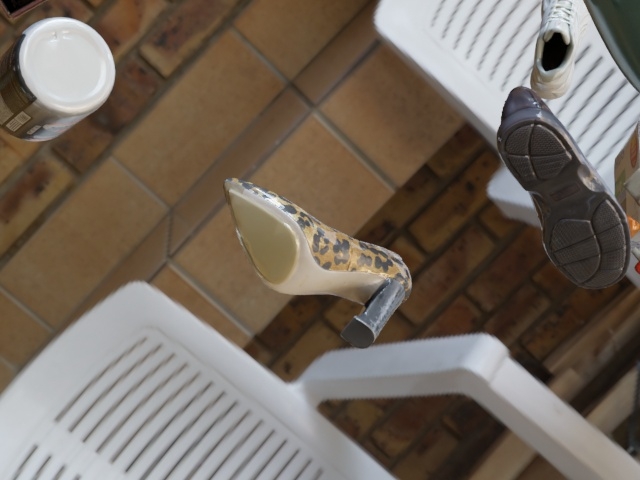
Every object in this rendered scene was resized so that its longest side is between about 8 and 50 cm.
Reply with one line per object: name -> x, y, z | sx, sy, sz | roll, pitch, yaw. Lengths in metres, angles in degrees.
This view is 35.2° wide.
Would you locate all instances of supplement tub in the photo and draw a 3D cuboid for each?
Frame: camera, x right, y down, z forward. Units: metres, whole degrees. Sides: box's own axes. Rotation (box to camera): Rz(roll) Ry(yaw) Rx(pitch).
supplement tub -> -0.328, -0.184, 1.196 | 0.117, 0.117, 0.190 | -54, 20, -24

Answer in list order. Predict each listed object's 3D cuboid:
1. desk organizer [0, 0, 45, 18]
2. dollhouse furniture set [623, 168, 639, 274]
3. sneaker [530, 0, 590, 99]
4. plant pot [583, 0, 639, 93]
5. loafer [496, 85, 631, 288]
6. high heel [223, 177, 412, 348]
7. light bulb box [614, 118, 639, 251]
desk organizer -> -0.242, -0.230, 0.735 | 0.047, 0.130, 0.050 | -30, 19, -3
dollhouse furniture set -> 0.647, -0.021, 1.699 | 0.259, 0.262, 0.135 | -50, 16, 19
sneaker -> 0.418, -0.366, 1.739 | 0.115, 0.090, 0.232 | 35, -117, -75
plant pot -> 0.512, -0.305, 1.339 | 0.293, 0.235, 0.293 | -23, 25, 11
loafer -> 0.308, -0.066, 1.255 | 0.109, 0.302, 0.095 | -21, 37, 23
high heel -> 0.000, 0.000, 1.242 | 0.093, 0.261, 0.186 | -42, 3, 31
light bulb box -> 0.803, -0.098, 2.050 | 0.358, 0.361, 0.225 | 44, -132, -78
